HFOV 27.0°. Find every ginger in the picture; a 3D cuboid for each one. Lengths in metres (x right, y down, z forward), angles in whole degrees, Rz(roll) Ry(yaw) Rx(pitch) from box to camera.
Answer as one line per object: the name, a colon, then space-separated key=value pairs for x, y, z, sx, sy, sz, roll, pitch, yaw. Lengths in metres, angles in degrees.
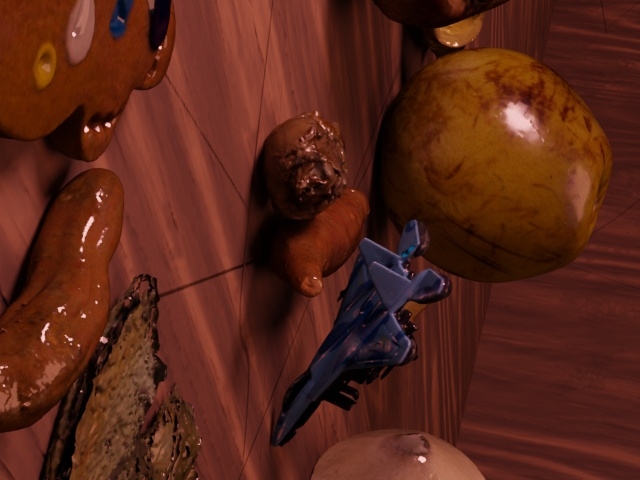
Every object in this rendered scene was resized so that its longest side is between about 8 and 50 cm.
ginger: x=0.154 y=-0.283 z=1.629 sx=0.294 sy=0.086 sz=0.131 roll=30 pitch=47 yaw=-86

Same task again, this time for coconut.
coconut: x=0.084 y=0.305 z=1.465 sx=0.202 sy=0.202 sz=0.222 roll=-62 pitch=159 yaw=-55

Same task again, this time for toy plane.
toy plane: x=0.030 y=0.102 z=1.209 sx=0.246 sy=0.078 sz=0.169 roll=-62 pitch=-156 yaw=24

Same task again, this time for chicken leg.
chicken leg: x=-0.008 y=-0.066 z=1.111 sx=0.198 sy=0.069 sz=0.085 roll=-54 pitch=128 yaw=-77

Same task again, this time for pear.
pear: x=0.203 y=-0.087 z=1.553 sx=0.283 sy=0.283 sz=0.284 roll=10 pitch=90 yaw=-77

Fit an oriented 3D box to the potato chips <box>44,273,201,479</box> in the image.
potato chips: x=-0.120 y=0.135 z=0.836 sx=0.220 sy=0.029 sz=0.202 roll=58 pitch=44 yaw=-67

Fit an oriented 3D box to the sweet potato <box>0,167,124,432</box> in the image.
sweet potato: x=-0.130 y=0.032 z=0.651 sx=0.182 sy=0.054 sz=0.053 roll=-71 pitch=173 yaw=-46

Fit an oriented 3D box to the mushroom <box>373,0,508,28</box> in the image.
mushroom: x=0.122 y=-0.311 z=1.219 sx=0.253 sy=0.153 sz=0.253 roll=-26 pitch=126 yaw=-41

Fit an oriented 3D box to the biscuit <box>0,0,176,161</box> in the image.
biscuit: x=-0.115 y=-0.123 z=0.643 sx=0.236 sy=0.039 sz=0.180 roll=-39 pitch=138 yaw=-69

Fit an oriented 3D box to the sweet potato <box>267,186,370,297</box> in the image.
sweet potato: x=0.000 y=0.000 z=1.180 sx=0.072 sy=0.066 sz=0.314 roll=-44 pitch=178 yaw=14

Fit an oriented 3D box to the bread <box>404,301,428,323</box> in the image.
bread: x=0.088 y=0.104 z=1.600 sx=0.084 sy=0.080 sz=0.109 roll=53 pitch=45 yaw=-70
